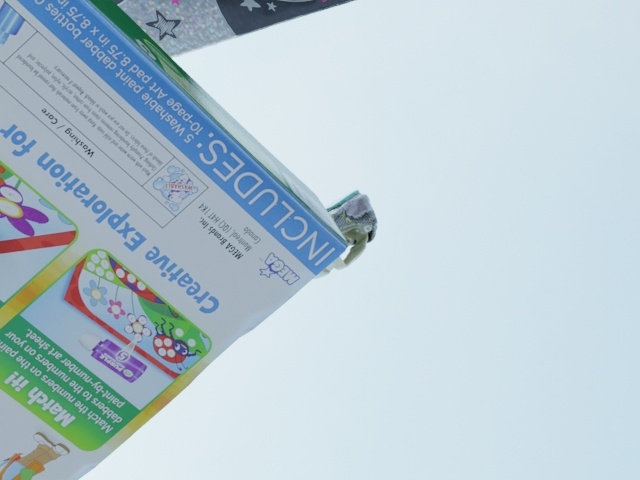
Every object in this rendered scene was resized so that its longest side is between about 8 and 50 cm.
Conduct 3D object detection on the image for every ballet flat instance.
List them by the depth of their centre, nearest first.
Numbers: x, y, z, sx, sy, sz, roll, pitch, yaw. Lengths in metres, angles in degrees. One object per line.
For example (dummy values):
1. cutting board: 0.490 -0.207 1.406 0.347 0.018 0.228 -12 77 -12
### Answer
1. ballet flat: 0.000 0.000 0.939 0.041 0.114 0.041 7 -75 29

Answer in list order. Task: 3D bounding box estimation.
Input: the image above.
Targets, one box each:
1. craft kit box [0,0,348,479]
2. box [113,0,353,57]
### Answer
1. craft kit box: -0.160 0.001 0.673 0.247 0.250 0.061 -42 -149 6
2. box: -0.028 -0.197 0.932 0.247 0.163 0.142 -14 -70 34
